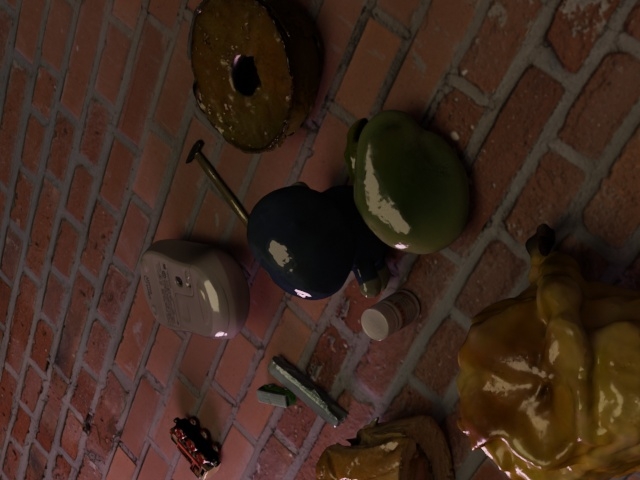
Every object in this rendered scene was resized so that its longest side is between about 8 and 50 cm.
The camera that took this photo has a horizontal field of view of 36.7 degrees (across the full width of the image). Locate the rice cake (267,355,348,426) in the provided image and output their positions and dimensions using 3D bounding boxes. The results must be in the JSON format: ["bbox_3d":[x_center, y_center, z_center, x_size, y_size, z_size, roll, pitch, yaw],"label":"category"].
[{"bbox_3d":[-0.025,0.273,1.765,0.180,0.030,0.042,38,125,23],"label":"rice cake"}]

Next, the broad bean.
[{"bbox_3d":[0.122,-0.087,1.418,0.169,0.100,0.228,-45,80,8],"label":"broad bean"}]

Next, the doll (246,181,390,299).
[{"bbox_3d":[0.000,0.000,1.476,0.228,0.258,0.154,54,133,15],"label":"doll"}]

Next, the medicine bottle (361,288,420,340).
[{"bbox_3d":[0.113,0.118,1.539,0.057,0.089,0.057,19,119,37],"label":"medicine bottle"}]

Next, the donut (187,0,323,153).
[{"bbox_3d":[-0.101,-0.280,1.563,0.272,0.107,0.272,23,124,39],"label":"donut"}]

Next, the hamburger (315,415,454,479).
[{"bbox_3d":[0.101,0.420,1.624,0.209,0.162,0.330,14,118,40],"label":"hamburger"}]

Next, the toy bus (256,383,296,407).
[{"bbox_3d":[-0.084,0.293,1.821,0.083,0.037,0.031,3,108,42],"label":"toy bus"}]

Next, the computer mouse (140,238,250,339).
[{"bbox_3d":[-0.226,0.084,1.809,0.297,0.121,0.184,4,112,55],"label":"computer mouse"}]

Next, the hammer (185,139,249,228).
[{"bbox_3d":[-0.181,-0.091,1.767,0.199,0.013,0.062,53,133,12],"label":"hammer"}]

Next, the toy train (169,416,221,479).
[{"bbox_3d":[-0.266,0.436,2.034,0.138,0.050,0.087,44,134,20],"label":"toy train"}]

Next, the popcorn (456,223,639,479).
[{"bbox_3d":[0.335,0.145,1.236,0.349,0.349,0.381,-44,51,43],"label":"popcorn"}]
